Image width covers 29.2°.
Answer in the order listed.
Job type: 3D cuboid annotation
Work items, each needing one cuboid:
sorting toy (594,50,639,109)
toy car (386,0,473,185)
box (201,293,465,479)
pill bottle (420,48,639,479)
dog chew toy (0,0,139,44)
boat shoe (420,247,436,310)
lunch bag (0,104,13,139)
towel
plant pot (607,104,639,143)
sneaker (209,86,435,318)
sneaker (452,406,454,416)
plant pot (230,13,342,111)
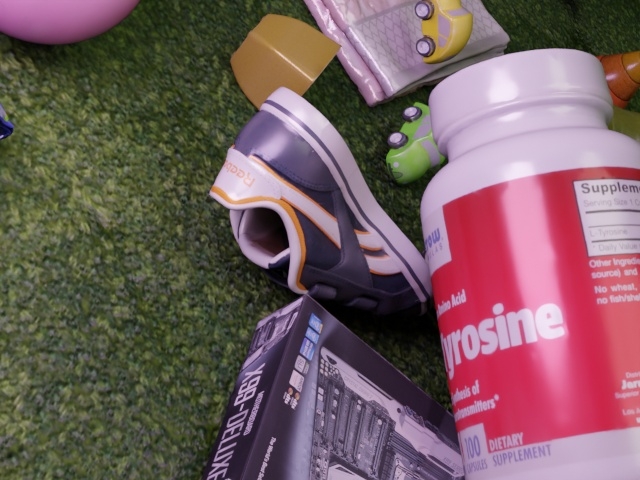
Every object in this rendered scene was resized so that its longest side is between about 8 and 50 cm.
[{"bbox_3d":[0.465,-0.121,1.725,0.127,0.126,0.366,-4,69,-47],"label":"sorting toy"},{"bbox_3d":[0.143,-0.154,1.421,0.225,0.053,0.239,-62,142,-30],"label":"toy car"},{"bbox_3d":[0.012,0.238,1.068,0.242,0.076,0.307,41,42,-20],"label":"box"},{"bbox_3d":[0.219,0.041,1.148,0.229,0.229,0.408,7,68,-44],"label":"pill bottle"},{"bbox_3d":[-0.294,-0.296,1.002,0.331,0.206,0.207,22,52,-26],"label":"dog chew toy"},{"bbox_3d":[0.199,0.085,1.314,0.233,0.079,0.084,37,51,1],"label":"boat shoe"},{"bbox_3d":[-0.316,-0.125,0.948,0.129,0.096,0.151,58,25,3],"label":"lunch bag"},{"bbox_3d":[0.082,-0.337,1.520,0.332,0.053,0.317,-28,88,-51],"label":"towel"},{"bbox_3d":[0.389,0.013,1.423,0.353,0.366,0.366,28,48,-17],"label":"plant pot"},{"bbox_3d":[0.000,0.000,1.172,0.127,0.126,0.321,-48,135,-10],"label":"sneaker"},{"bbox_3d":[0.248,0.212,1.317,0.276,0.097,0.135,36,37,-19],"label":"sneaker"},{"bbox_3d":[-0.044,-0.185,1.277,0.083,0.081,0.081,39,42,-5],"label":"plant pot"}]
